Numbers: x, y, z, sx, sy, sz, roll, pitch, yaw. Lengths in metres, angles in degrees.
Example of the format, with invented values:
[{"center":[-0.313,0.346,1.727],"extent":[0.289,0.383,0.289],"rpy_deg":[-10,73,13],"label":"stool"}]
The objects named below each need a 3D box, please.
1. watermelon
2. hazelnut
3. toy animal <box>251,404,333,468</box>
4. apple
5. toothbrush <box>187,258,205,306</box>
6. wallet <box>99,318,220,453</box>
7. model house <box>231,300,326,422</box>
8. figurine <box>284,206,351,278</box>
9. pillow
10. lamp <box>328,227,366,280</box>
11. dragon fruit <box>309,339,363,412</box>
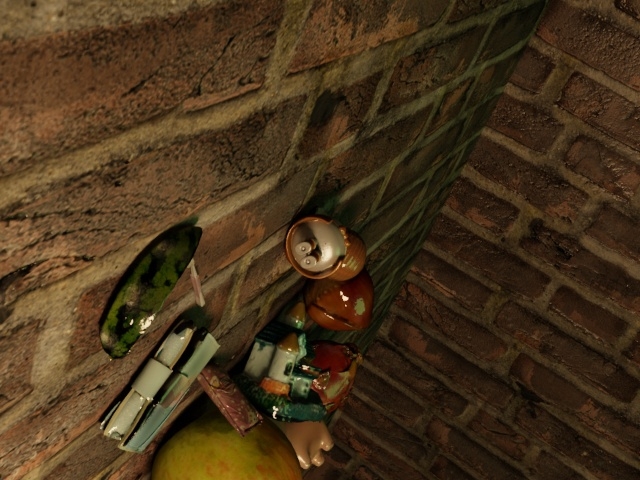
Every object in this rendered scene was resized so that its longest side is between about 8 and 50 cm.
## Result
[{"center":[-0.254,0.073,1.116],"extent":[0.245,0.063,0.119],"rpy_deg":[-60,-176,-10],"label":"watermelon"},{"center":[0.063,0.153,1.960],"extent":[0.208,0.208,0.208],"rpy_deg":[-52,164,-21],"label":"hazelnut"},{"center":[-0.126,0.534,2.029],"extent":[0.326,0.269,0.237],"rpy_deg":[-2,122,-61],"label":"toy animal"},{"center":[-0.216,0.541,1.669],"extent":[0.339,0.340,0.339],"rpy_deg":[-52,164,-21],"label":"apple"},{"center":[-0.218,0.070,1.292],"extent":[0.017,0.014,0.194],"rpy_deg":[-51,164,-22],"label":"toothbrush"},{"center":[-0.286,0.268,1.365],"extent":[0.250,0.075,0.176],"rpy_deg":[-54,168,-15],"label":"wallet"},{"center":[-0.074,0.294,1.864],"extent":[0.253,0.185,0.291],"rpy_deg":[27,75,-53],"label":"model house"},{"center":[0.008,-0.001,1.647],"extent":[0.271,0.143,0.143],"rpy_deg":[-30,149,-57],"label":"figurine"},{"center":[-0.200,0.335,1.597],"extent":[0.043,0.185,0.118],"rpy_deg":[-37,173,17],"label":"pillow"},{"center":[0.049,0.034,1.835],"extent":[0.136,0.136,0.136],"rpy_deg":[-52,164,-21],"label":"lamp"},{"center":[-0.016,0.417,2.257],"extent":[0.315,0.250,0.250],"rpy_deg":[-45,166,5],"label":"dragon fruit"}]
